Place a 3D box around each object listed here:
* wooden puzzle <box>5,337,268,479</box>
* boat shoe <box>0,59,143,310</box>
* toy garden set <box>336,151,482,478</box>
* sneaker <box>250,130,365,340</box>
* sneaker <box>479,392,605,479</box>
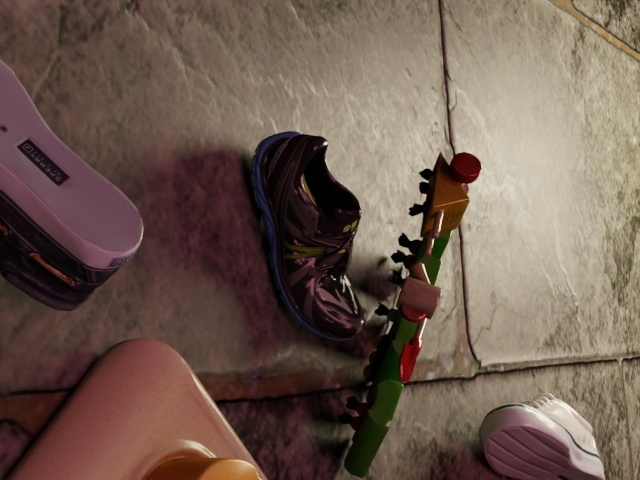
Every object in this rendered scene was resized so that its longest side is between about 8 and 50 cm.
[{"bbox_3d":[-0.083,0.283,0.615,0.347,0.081,0.322,57,42,-24],"label":"wooden puzzle"},{"bbox_3d":[-0.192,-0.037,0.577,0.183,0.083,0.065,47,40,-1],"label":"boat shoe"},{"bbox_3d":[0.070,0.054,0.858,0.203,0.049,0.244,106,6,-53],"label":"toy garden set"},{"bbox_3d":[0.000,0.000,0.818,0.067,0.078,0.188,-36,114,-53],"label":"sneaker"},{"bbox_3d":[0.248,0.222,1.128,0.258,0.094,0.091,39,34,-49],"label":"sneaker"}]
